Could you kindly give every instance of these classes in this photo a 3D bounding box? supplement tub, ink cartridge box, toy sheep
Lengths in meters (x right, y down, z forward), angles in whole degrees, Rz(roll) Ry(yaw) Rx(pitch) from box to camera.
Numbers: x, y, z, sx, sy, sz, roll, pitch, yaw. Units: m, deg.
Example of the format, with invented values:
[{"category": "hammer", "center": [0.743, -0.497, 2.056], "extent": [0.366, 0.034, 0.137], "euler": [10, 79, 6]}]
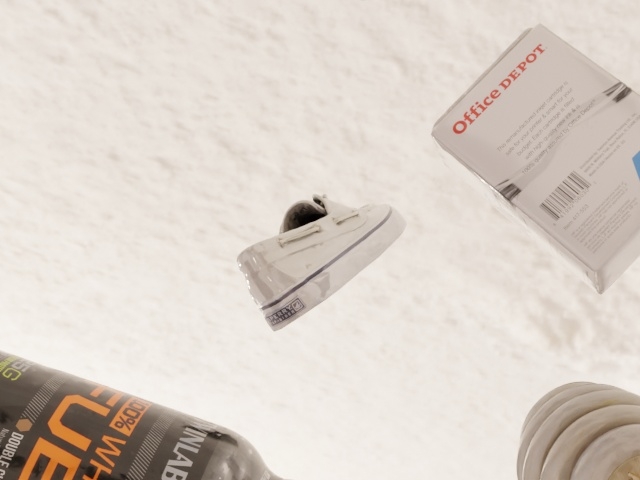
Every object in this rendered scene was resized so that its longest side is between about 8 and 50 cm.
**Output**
[{"category": "supplement tub", "center": [-0.183, 0.209, 0.776], "extent": [0.338, 0.207, 0.207], "euler": [18, 157, 2]}, {"category": "ink cartridge box", "center": [0.212, -0.071, 0.898], "extent": [0.191, 0.139, 0.082], "euler": [44, 178, 26]}, {"category": "toy sheep", "center": [0.138, 0.114, 0.528], "extent": [0.091, 0.091, 0.132], "euler": [25, -174, -21]}]

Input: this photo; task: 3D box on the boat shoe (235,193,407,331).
[{"category": "boat shoe", "center": [0.000, 0.000, 1.011], "extent": [0.096, 0.267, 0.088], "euler": [-33, 92, 34]}]
